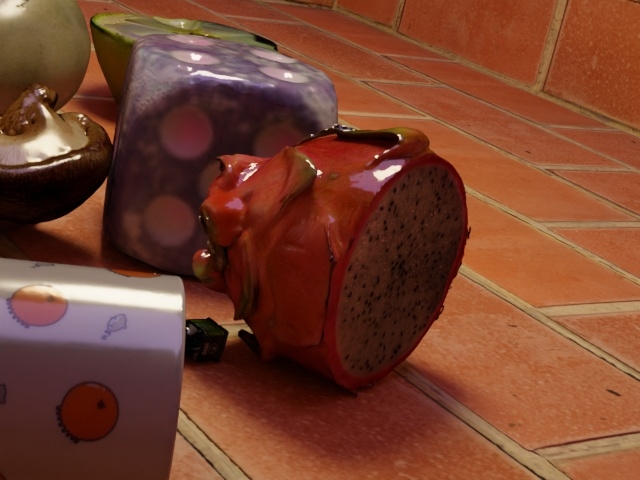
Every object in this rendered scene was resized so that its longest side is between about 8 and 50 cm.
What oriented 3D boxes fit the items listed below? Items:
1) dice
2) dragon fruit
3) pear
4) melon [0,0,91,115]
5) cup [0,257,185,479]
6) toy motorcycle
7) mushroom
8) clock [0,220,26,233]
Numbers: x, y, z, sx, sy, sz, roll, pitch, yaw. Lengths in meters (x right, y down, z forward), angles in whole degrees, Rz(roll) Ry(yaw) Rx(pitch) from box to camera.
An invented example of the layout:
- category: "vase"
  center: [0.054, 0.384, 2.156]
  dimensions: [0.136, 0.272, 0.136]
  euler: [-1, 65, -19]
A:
- category: "dice"
  center: [-0.137, -0.114, 1.668]
  dimensions: [0.271, 0.270, 0.270]
  euler: [10, 18, -12]
- category: "dragon fruit"
  center: [0.000, 0.000, 1.399]
  dimensions: [0.225, 0.306, 0.305]
  euler: [21, 19, 31]
- category: "pear"
  center: [-0.249, -0.300, 2.326]
  dimensions: [0.398, 0.165, 0.399]
  euler: [12, 17, -4]
- category: "melon"
  center: [-0.514, -0.305, 1.994]
  dimensions: [0.268, 0.269, 0.330]
  euler: [20, 27, 21]
- category: "cup"
  center: [-0.277, 0.112, 0.977]
  dimensions: [0.317, 0.212, 0.212]
  euler: [8, 18, -12]
- category: "toy motorcycle"
  center: [-0.189, 0.081, 1.393]
  dimensions: [0.100, 0.058, 0.173]
  euler: [5, 19, -45]
- category: "mushroom"
  center: [-0.376, -0.092, 1.555]
  dimensions: [0.231, 0.138, 0.194]
  euler: [10, 47, -5]
- category: "clock"
  center: [-0.483, -0.072, 1.647]
  dimensions: [0.244, 0.056, 0.244]
  euler: [12, 19, -4]
